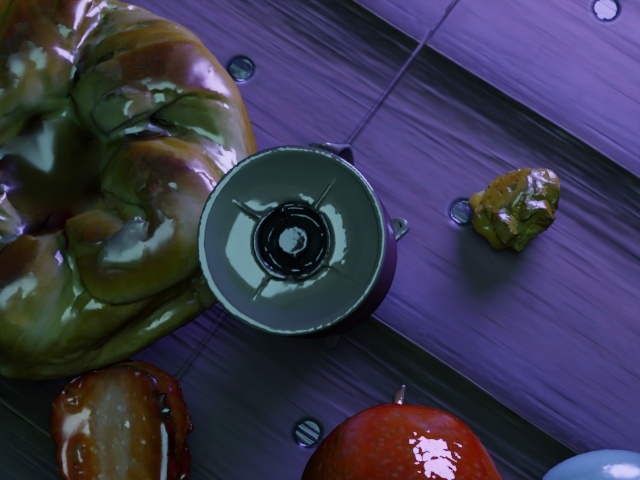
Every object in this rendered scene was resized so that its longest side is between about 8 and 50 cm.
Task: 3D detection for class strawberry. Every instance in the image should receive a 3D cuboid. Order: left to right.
[{"bbox_3d":[-0.167,0.194,1.447,0.121,0.082,0.188,-2,81,19],"label":"strawberry"}]

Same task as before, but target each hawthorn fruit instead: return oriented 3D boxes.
[{"bbox_3d":[0.070,0.213,1.390,0.197,0.196,0.225,-3,52,-2],"label":"hawthorn fruit"}]

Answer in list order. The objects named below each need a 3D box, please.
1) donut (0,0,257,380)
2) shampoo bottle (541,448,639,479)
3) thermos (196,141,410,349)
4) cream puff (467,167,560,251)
[{"bbox_3d":[-0.234,-0.055,1.458,0.360,0.170,0.360,-3,63,6],"label":"donut"},{"bbox_3d":[0.245,0.333,1.338,0.151,0.222,0.349,-13,58,14],"label":"shampoo bottle"},{"bbox_3d":[0.000,0.000,1.403,0.146,0.265,0.176,5,86,10],"label":"thermos"},{"bbox_3d":[0.179,-0.029,1.531,0.058,0.083,0.083,49,58,-32],"label":"cream puff"}]
